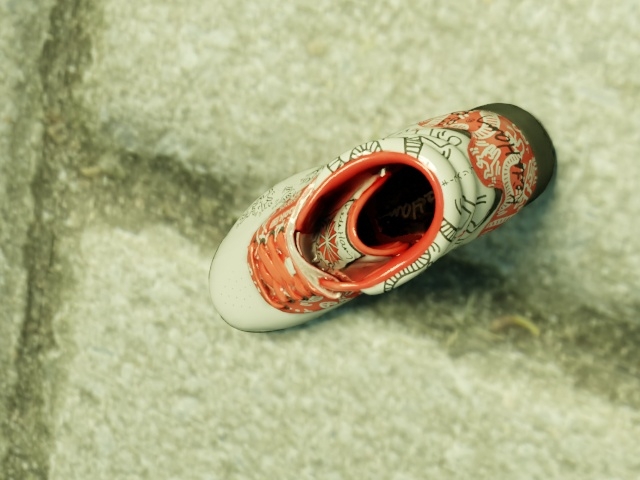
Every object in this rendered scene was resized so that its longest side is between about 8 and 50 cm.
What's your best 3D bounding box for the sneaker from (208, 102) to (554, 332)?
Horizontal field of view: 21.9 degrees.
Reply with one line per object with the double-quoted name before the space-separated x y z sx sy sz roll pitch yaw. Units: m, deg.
"sneaker" 0.000 -0.001 0.998 0.270 0.145 0.090 -25 89 34
